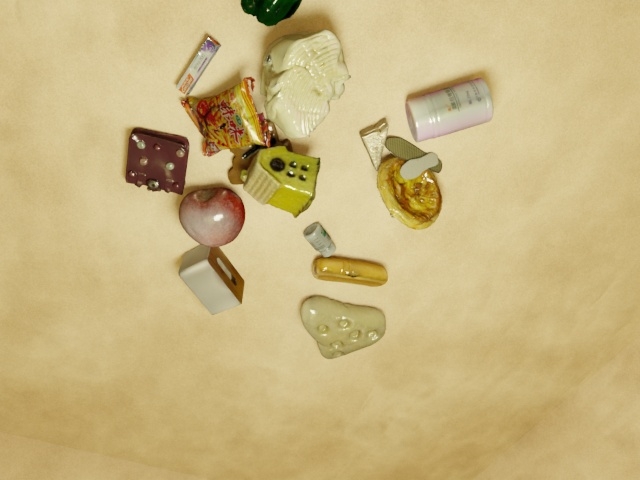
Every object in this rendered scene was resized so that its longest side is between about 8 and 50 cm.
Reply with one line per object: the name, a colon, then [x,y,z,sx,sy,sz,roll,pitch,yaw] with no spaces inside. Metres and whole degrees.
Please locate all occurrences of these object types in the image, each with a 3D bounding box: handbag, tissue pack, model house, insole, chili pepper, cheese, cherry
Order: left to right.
handbag: [-0.567,-0.268,1.638,0.203,0.074,0.216,12,120,-12]
tissue pack: [-0.425,0.149,1.863,0.136,0.159,0.246,-24,122,12]
cherry: [-0.383,-0.072,1.699,0.240,0.206,0.239,-6,116,-14]
model house: [-0.143,-0.200,1.573,0.235,0.174,0.193,12,158,-19]
chili pepper: [-0.115,-0.740,1.336,0.165,0.174,0.261,38,115,2]
cheese: [0.109,0.349,2.052,0.329,0.129,0.350,-19,123,9]
insole: [0.339,-0.311,1.700,0.253,0.086,0.005,19,159,-21]
insole: [0.355,-0.269,1.690,0.197,0.004,0.065,-29,91,-29]

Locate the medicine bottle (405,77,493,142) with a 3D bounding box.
medicine bottle: [0.425,-0.433,1.578,0.254,0.152,0.152,-16,122,4]

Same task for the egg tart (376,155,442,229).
egg tart: [0.307,-0.169,1.705,0.290,0.290,0.115,28,151,-20]

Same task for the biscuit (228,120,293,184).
biscuit: [-0.177,-0.276,1.685,0.302,0.043,0.278,24,117,-19]

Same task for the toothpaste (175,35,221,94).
toothpaste: [-0.388,-0.552,1.497,0.047,0.040,0.196,34,114,-21]

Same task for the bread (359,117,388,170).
bread: [0.210,-0.337,1.664,0.105,0.077,0.152,-23,122,10]

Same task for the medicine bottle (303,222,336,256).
medicine bottle: [0.000,0.000,1.853,0.080,0.080,0.130,-33,119,15]

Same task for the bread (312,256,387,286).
bread: [0.120,0.125,1.926,0.306,0.091,0.142,9,164,-12]

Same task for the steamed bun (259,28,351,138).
steamed bun: [-0.069,-0.496,1.467,0.275,0.206,0.320,33,92,-40]

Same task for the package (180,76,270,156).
package: [-0.300,-0.397,1.541,0.288,0.108,0.223,-6,117,22]
